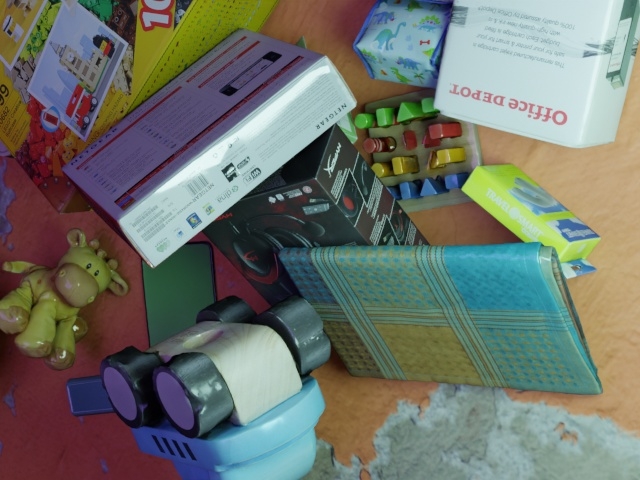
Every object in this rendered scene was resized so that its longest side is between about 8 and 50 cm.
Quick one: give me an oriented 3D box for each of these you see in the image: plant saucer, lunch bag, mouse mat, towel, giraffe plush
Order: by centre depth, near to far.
[{"bbox_3d":[0.155,0.097,1.594,0.370,0.040,0.271,1,138,31],"label":"towel"},{"bbox_3d":[0.134,-0.285,1.635,0.129,0.096,0.151,16,68,31],"label":"lunch bag"},{"bbox_3d":[-0.224,0.097,1.984,0.153,0.007,0.189,-2,96,35],"label":"mouse mat"},{"bbox_3d":[-0.413,0.083,2.042,0.170,0.181,0.210,-32,43,23],"label":"giraffe plush"},{"bbox_3d":[-0.356,0.258,2.088,0.192,0.018,0.067,-11,89,36],"label":"plant saucer"}]

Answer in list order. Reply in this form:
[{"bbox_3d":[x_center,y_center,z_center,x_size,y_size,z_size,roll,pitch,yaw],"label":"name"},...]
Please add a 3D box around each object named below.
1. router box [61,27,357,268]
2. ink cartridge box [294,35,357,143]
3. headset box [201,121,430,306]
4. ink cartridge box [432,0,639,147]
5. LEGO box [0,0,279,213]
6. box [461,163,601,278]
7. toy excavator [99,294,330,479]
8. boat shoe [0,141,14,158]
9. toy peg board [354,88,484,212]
[{"bbox_3d":[-0.157,-0.137,1.653,0.082,0.335,0.301,55,170,-27],"label":"router box"},{"bbox_3d":[-0.018,-0.181,1.751,0.109,0.062,0.209,-48,34,29],"label":"ink cartridge box"},{"bbox_3d":[0.000,0.000,1.680,0.218,0.110,0.293,-13,132,34],"label":"headset box"},{"bbox_3d":[0.277,-0.277,1.524,0.211,0.121,0.289,20,107,31],"label":"ink cartridge box"},{"bbox_3d":[-0.317,-0.348,1.880,0.372,0.193,0.500,48,119,20],"label":"LEGO box"},{"bbox_3d":[0.273,-0.027,1.565,0.178,0.109,0.042,43,115,23],"label":"box"},{"bbox_3d":[-0.136,0.321,1.759,0.433,0.222,0.445,-2,110,54],"label":"toy excavator"},{"bbox_3d":[-0.571,-0.272,2.129,0.112,0.095,0.335,-43,70,24],"label":"boat shoe"},{"bbox_3d":[0.126,-0.120,1.674,0.161,0.079,0.160,-10,90,35],"label":"toy peg board"}]
